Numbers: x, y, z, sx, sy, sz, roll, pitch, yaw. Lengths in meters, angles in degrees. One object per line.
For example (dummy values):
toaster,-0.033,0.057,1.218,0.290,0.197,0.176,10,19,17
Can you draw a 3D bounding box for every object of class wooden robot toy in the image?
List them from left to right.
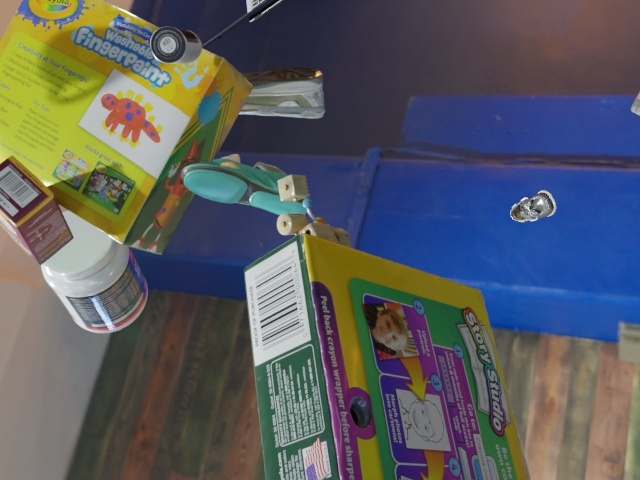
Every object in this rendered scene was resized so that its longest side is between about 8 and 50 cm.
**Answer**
wooden robot toy,0.000,0.000,0.950,0.079,0.076,0.173,-4,-118,-49

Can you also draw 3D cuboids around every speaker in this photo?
speaker,-0.226,-0.306,1.180,0.136,0.055,0.055,-81,-10,-77

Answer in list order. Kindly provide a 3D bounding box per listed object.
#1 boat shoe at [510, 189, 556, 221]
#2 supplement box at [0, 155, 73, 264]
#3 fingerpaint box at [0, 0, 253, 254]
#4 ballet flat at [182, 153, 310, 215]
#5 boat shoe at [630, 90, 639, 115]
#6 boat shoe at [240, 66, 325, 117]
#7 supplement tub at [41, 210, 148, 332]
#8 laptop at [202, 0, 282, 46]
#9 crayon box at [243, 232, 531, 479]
boat shoe,0.367,-0.057,1.299,0.125,0.038,0.046,163,85,-81
supplement box,-0.502,-0.047,1.280,0.081,0.104,0.188,-45,-11,-21
fingerpaint box,-0.413,-0.243,1.416,0.371,0.444,0.163,-62,-18,0
ballet flat,-0.133,-0.106,1.339,0.247,0.083,0.087,15,-132,-26
boat shoe,0.498,-0.135,0.964,0.080,0.224,0.073,-5,-46,-40
boat shoe,-0.151,-0.292,1.564,0.118,0.320,0.103,-97,0,-59
supplement tub,-0.511,0.072,1.690,0.272,0.191,0.191,86,-159,-57
laptop,-0.171,-0.720,1.963,0.236,0.381,0.408,1,-100,-40
crayon box,0.086,0.203,0.780,0.313,0.106,0.363,19,-128,-42
